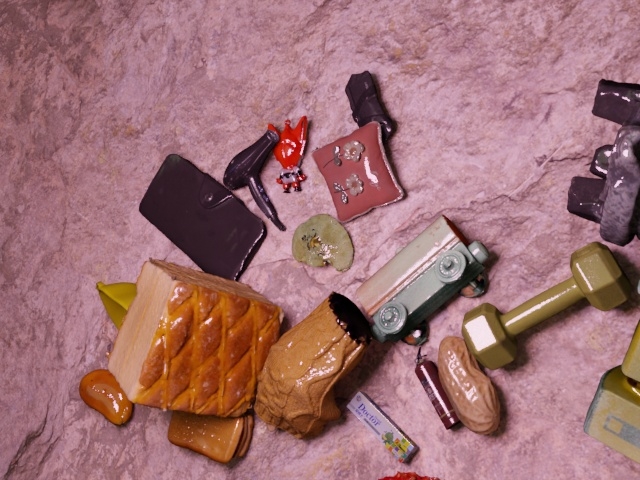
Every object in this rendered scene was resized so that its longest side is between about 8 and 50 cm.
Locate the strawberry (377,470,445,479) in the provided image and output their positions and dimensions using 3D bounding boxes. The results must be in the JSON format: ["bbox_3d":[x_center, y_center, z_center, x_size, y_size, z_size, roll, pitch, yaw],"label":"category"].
[{"bbox_3d":[0.123,0.567,1.424,0.306,0.138,0.234,-28,84,-4],"label":"strawberry"}]

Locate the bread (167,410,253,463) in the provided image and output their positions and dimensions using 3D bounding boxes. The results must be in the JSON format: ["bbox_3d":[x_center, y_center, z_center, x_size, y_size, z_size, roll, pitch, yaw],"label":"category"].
[{"bbox_3d":[-0.246,0.418,1.684,0.200,0.077,0.116,9,85,33],"label":"bread"}]

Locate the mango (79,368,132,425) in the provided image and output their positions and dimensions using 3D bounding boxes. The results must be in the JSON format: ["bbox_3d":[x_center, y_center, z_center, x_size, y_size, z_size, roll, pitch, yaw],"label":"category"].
[{"bbox_3d":[-0.517,0.381,1.851,0.159,0.084,0.105,38,83,11],"label":"mango"}]

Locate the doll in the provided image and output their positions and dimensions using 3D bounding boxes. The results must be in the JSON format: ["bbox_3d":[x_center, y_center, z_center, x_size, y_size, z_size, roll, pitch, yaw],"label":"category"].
[{"bbox_3d":[-0.072,-0.195,1.728,0.109,0.057,0.169,-7,79,32],"label":"doll"}]

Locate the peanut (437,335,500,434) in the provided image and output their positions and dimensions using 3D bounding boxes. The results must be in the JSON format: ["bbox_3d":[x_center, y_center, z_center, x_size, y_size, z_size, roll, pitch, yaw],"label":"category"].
[{"bbox_3d":[0.273,0.267,1.403,0.083,0.093,0.194,-17,69,-14],"label":"peanut"}]

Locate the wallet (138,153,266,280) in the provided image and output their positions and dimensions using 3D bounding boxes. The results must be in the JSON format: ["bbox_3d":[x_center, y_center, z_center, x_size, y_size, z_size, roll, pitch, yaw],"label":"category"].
[{"bbox_3d":[-0.287,-0.051,1.828,0.377,0.051,0.197,39,100,29],"label":"wallet"}]

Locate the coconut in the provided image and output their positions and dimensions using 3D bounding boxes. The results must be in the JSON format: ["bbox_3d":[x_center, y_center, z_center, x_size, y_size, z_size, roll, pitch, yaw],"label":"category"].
[{"bbox_3d":[-0.004,0.001,1.647,0.158,0.055,0.133,0,81,29],"label":"coconut"}]

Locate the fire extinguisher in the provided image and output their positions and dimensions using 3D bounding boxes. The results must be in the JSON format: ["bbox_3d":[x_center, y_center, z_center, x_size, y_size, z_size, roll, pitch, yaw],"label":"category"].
[{"bbox_3d":[0.222,0.286,1.458,0.158,0.043,0.064,63,153,26],"label":"fire extinguisher"}]

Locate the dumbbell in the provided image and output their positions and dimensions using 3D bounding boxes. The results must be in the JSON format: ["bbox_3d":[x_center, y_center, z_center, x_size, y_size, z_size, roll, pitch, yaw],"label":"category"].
[{"bbox_3d":[0.399,0.120,1.353,0.301,0.121,0.108,-33,93,21],"label":"dumbbell"}]

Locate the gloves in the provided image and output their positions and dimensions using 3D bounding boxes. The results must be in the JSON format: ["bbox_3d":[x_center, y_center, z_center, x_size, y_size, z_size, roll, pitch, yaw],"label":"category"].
[{"bbox_3d":[-0.029,0.261,1.521,0.357,0.155,0.203,-63,32,28],"label":"gloves"}]

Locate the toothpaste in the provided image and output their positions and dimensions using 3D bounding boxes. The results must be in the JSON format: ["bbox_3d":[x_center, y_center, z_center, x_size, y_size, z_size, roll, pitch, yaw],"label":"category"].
[{"bbox_3d":[0.123,0.373,1.502,0.164,0.034,0.046,42,98,30],"label":"toothpaste"}]

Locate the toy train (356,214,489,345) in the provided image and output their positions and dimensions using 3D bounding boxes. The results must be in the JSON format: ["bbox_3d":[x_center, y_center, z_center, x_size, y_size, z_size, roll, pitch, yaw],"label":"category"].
[{"bbox_3d":[0.195,0.077,1.490,0.285,0.116,0.177,-43,49,17],"label":"toy train"}]

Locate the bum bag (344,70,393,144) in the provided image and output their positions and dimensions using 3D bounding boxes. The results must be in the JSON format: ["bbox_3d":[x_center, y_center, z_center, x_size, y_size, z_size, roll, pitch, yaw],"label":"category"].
[{"bbox_3d":[0.108,-0.285,1.651,0.087,0.049,0.198,-40,60,44],"label":"bum bag"}]

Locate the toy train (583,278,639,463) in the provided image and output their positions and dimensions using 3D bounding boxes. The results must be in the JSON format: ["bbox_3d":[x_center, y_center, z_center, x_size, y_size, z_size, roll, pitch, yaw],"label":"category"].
[{"bbox_3d":[0.576,0.203,1.149,0.253,0.160,0.397,28,120,31],"label":"toy train"}]

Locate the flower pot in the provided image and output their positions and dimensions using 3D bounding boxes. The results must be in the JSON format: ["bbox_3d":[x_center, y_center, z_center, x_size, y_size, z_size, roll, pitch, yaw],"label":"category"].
[{"bbox_3d":[0.553,-0.118,1.204,0.282,0.299,0.299,24,92,28],"label":"flower pot"}]

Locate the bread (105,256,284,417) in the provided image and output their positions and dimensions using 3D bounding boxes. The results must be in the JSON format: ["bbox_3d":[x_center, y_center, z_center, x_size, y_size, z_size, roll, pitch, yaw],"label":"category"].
[{"bbox_3d":[-0.263,0.211,1.596,0.207,0.279,0.279,22,89,55],"label":"bread"}]

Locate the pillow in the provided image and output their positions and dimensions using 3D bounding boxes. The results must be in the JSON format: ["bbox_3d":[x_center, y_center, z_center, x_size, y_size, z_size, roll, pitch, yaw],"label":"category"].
[{"bbox_3d":[0.075,-0.143,1.607,0.171,0.075,0.179,-23,84,28],"label":"pillow"}]

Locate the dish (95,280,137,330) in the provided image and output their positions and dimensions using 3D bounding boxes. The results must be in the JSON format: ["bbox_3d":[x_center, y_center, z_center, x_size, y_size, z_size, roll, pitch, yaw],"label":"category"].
[{"bbox_3d":[-0.414,0.184,1.797,0.108,0.221,0.262,-35,45,-26],"label":"dish"}]

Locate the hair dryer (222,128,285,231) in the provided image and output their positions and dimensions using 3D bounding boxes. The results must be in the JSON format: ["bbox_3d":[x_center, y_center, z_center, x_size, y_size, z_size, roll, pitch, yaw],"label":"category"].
[{"bbox_3d":[-0.125,-0.121,1.735,0.195,0.075,0.219,-40,75,40],"label":"hair dryer"}]
